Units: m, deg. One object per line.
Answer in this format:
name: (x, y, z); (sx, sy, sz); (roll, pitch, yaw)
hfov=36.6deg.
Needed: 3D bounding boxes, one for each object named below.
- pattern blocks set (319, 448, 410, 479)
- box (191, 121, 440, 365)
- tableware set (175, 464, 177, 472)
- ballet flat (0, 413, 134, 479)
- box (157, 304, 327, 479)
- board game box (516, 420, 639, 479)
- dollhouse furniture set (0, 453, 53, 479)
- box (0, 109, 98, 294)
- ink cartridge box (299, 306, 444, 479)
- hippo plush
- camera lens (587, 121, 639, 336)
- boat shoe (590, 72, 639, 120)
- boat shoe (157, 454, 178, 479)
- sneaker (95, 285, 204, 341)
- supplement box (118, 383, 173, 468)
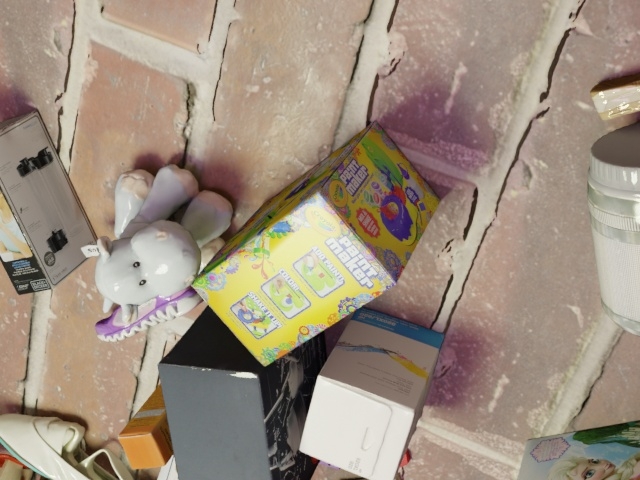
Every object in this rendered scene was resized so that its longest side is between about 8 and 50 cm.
pattern blocks set: (0.120, 0.533, 1.895); (0.285, 0.026, 0.325); (-28, 104, 30)
box: (0.000, 0.000, 1.509); (0.279, 0.290, 0.177); (-35, 100, 32)
tableware set: (-0.254, 0.479, 1.951); (0.104, 0.024, 0.154); (37, 97, -30)
ballet flat: (-0.509, 0.466, 2.041); (0.400, 0.139, 0.139); (39, 123, 10)
box: (-0.114, 0.282, 1.684); (0.179, 0.312, 0.343); (4, 117, 19)
board game box: (0.461, 0.406, 1.530); (0.318, 0.318, 0.066); (-17, 107, 26)
dollhouse furniture set: (-0.741, 0.479, 2.100); (0.259, 0.135, 0.262); (-7, 147, 30)
box: (-0.529, -0.068, 1.747); (0.087, 0.169, 0.290); (-10, 113, 27)
ink cartridge box: (0.090, 0.259, 1.641); (0.168, 0.232, 0.171); (19, 120, 11)
hippo plush: (-0.301, 0.001, 1.618); (0.294, 0.236, 0.234); (-16, 98, 8)
camera lens: (0.495, -0.012, 1.358); (0.219, 0.219, 0.274); (-5, 114, 23)
boat shoe: (0.471, -0.206, 1.364); (0.170, 0.063, 0.059); (-6, 117, 33)
boat shoe: (-0.291, 0.492, 1.993); (0.076, 0.083, 0.226); (18, 120, 12)
sneaker: (-0.333, 0.113, 1.816); (0.236, 0.095, 0.104); (-24, 99, 24)
supplement box: (-0.285, 0.328, 1.819); (0.080, 0.233, 0.078); (-12, 111, 22)
